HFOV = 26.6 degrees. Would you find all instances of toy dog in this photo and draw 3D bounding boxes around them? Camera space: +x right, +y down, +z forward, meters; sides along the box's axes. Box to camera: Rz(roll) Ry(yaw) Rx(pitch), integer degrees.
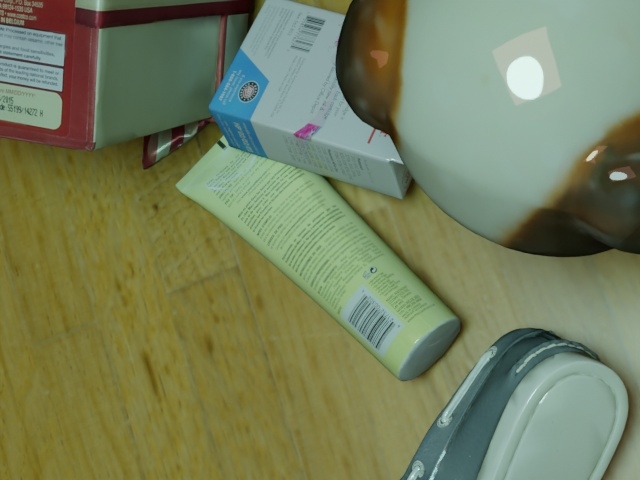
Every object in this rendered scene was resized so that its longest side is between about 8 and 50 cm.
[{"bbox_3d":[0.199,-0.174,0.768,0.284,0.395,0.408,31,85,11],"label":"toy dog"}]

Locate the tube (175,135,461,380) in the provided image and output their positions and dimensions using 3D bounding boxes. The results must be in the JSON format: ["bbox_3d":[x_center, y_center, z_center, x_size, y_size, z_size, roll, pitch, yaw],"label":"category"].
[{"bbox_3d":[0.000,0.000,0.986,0.240,0.070,0.062,43,140,23],"label":"tube"}]

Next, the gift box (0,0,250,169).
[{"bbox_3d":[-0.197,-0.184,0.974,0.255,0.258,0.276,15,108,18],"label":"gift box"}]

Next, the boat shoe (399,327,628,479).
[{"bbox_3d":[0.093,0.202,0.922,0.319,0.116,0.099,-61,27,10],"label":"boat shoe"}]

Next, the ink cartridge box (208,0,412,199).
[{"bbox_3d":[0.027,-0.098,0.966,0.181,0.061,0.104,19,70,21],"label":"ink cartridge box"}]
